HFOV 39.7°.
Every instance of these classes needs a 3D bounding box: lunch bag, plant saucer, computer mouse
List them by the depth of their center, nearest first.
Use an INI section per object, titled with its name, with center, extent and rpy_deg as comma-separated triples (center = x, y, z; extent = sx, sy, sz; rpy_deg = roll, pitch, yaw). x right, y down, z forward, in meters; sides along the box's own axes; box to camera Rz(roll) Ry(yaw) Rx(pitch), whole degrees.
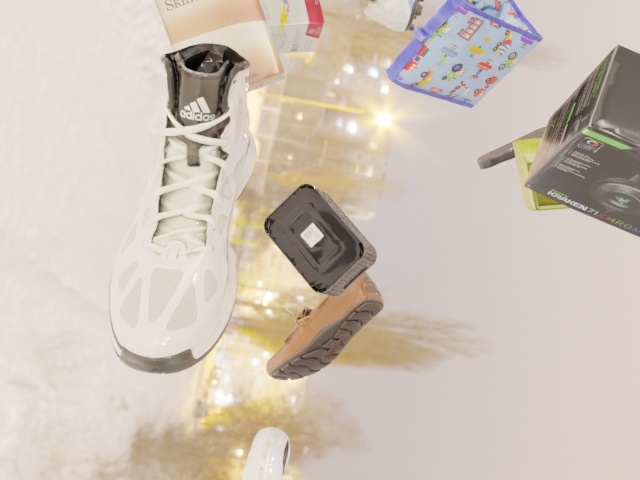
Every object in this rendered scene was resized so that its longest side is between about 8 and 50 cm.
[computer mouse]
center = -0.099, 0.398, 1.445
extent = 0.042, 0.106, 0.193
rpy_deg = 63, 34, -67
[lunch bag]
center = 0.279, -0.397, 1.819
extent = 0.221, 0.293, 0.138
rpy_deg = -45, -113, 33
[plant saucer]
center = 0.506, -0.130, 1.845
extent = 0.045, 0.188, 0.188
rpy_deg = -71, 148, -45

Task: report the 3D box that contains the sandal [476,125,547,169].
[sandal]
center = 0.530, -0.237, 2.296
extent = 0.097, 0.254, 0.054
rpy_deg = -79, 144, -76

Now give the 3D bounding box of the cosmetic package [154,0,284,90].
[cosmetic package]
center = -0.170, -0.362, 1.335
extent = 0.129, 0.153, 0.296
rpy_deg = -113, -178, -84

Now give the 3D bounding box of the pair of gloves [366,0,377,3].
[pair of gloves]
center = 0.035, -0.621, 1.883
extent = 0.042, 0.240, 0.204
rpy_deg = 126, -15, -52

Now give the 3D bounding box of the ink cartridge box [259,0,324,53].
[ink cartridge box]
center = -0.098, -0.530, 2.115
extent = 0.128, 0.176, 0.127
rpy_deg = 122, -42, -67

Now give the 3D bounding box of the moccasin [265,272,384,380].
[moccasin]
center = -0.006, 0.217, 2.247
extent = 0.380, 0.139, 0.147
rpy_deg = -50, -134, 27

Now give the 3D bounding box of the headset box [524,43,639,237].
[headset box]
center = 0.461, -0.125, 1.249
extent = 0.283, 0.246, 0.131
rpy_deg = 115, -2, -74

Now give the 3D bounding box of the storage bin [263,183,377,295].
[storage bin]
center = 0.000, 0.000, 1.606
extent = 0.122, 0.180, 0.084
rpy_deg = -44, 162, 10

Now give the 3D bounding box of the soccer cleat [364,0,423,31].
[soccer cleat]
center = 0.183, -0.638, 2.136
extent = 0.116, 0.143, 0.331
rpy_deg = 115, -10, -51

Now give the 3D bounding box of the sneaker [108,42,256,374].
[sneaker]
center = -0.181, -0.075, 1.105
extent = 0.257, 0.169, 0.448
rpy_deg = 91, 5, -52
